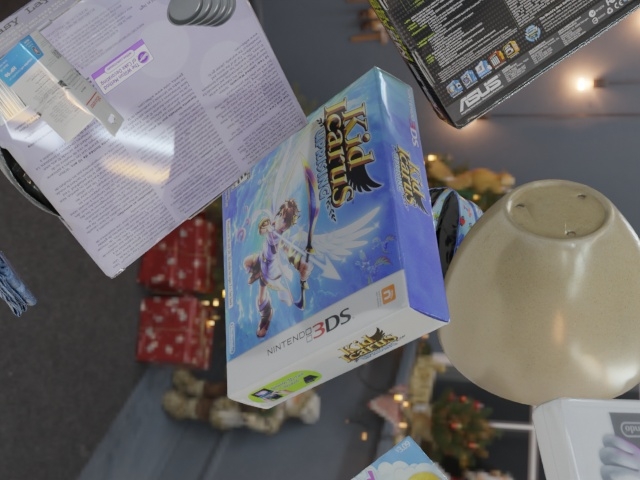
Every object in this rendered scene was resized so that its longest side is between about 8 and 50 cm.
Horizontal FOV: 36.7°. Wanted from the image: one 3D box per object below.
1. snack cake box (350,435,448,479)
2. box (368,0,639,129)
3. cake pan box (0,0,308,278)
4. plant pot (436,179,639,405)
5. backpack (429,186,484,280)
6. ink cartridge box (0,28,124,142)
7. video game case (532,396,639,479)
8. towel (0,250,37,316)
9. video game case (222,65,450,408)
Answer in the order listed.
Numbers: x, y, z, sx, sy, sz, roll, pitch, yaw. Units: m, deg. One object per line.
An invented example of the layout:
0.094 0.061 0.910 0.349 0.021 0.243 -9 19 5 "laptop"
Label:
0.056 0.386 1.199 0.264 0.152 0.089 -33 154 -21 "snack cake box"
0.172 -0.263 0.857 0.216 0.270 0.060 54 2 -21 "box"
-0.166 -0.126 0.876 0.267 0.070 0.246 -40 131 -10 "cake pan box"
0.286 0.039 1.198 0.284 0.284 0.191 -72 162 -50 "plant pot"
0.193 0.011 1.469 0.158 0.117 0.173 0 -101 64 "backpack"
-0.172 -0.096 0.640 0.083 0.028 0.048 46 14 -17 "ink cartridge box"
0.181 0.151 0.390 0.022 0.190 0.173 -42 -132 50 "video game case"
-0.345 0.036 1.039 0.067 0.029 0.119 52 -13 17 "towel"
0.000 0.000 0.961 0.061 0.244 0.269 23 49 -39 "video game case"
